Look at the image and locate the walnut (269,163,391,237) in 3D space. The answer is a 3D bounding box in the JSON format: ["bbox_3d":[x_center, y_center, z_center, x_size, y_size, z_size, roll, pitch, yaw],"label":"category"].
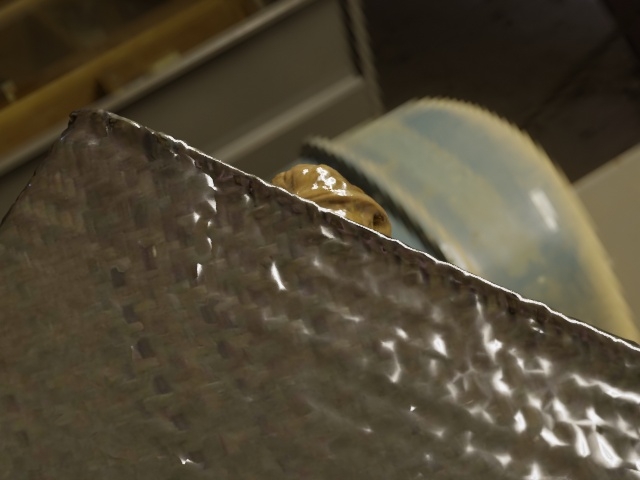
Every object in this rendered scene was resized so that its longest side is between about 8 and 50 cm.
[{"bbox_3d":[0.000,0.000,1.029,0.096,0.083,0.079,47,24,-54],"label":"walnut"}]

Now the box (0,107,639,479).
[{"bbox_3d":[0.006,0.104,0.563,0.273,0.143,0.184,25,-31,11],"label":"box"}]
